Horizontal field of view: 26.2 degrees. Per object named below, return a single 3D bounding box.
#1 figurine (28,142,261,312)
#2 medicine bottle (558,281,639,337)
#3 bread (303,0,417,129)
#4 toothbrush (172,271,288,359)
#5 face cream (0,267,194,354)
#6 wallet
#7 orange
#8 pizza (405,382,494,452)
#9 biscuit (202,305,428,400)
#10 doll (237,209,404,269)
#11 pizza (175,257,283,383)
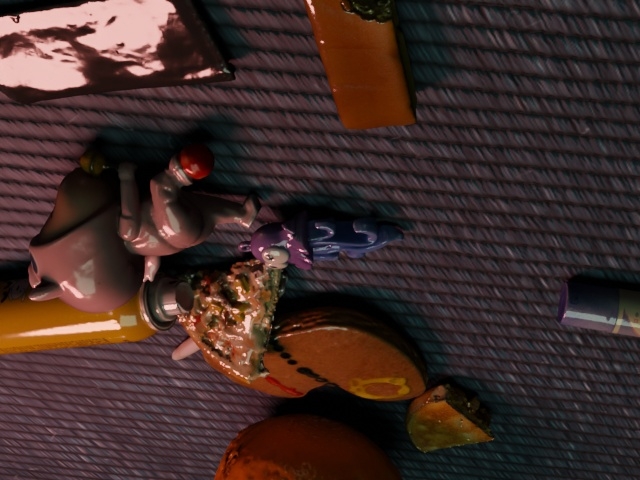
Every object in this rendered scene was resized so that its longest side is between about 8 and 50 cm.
[{"bbox_3d":[-0.229,-0.027,1.664,0.287,0.176,0.186,-23,94,17],"label":"figurine"},{"bbox_3d":[0.419,0.096,1.732,0.230,0.059,0.059,9,145,1],"label":"medicine bottle"},{"bbox_3d":[0.041,-0.204,1.403,0.088,0.049,0.226,0,143,14],"label":"bread"},{"bbox_3d":[-0.132,0.115,1.917,0.025,0.030,0.307,23,144,-26],"label":"toothbrush"},{"bbox_3d":[-0.328,0.093,1.857,0.348,0.105,0.105,-7,142,26],"label":"face cream"},{"bbox_3d":[-0.244,-0.208,1.483,0.285,0.030,0.146,-5,146,22],"label":"wallet"},{"bbox_3d":[-0.017,0.430,2.072,0.293,0.341,0.341,7,146,11],"label":"orange"},{"bbox_3d":[0.191,0.265,2.041,0.134,0.046,0.175,16,145,-9],"label":"pizza"},{"bbox_3d":[-0.002,0.181,1.937,0.277,0.052,0.262,-11,145,24],"label":"biscuit"},{"bbox_3d":[0.000,0.000,1.695,0.205,0.067,0.110,-6,153,4],"label":"doll"},{"bbox_3d":[-0.111,0.085,1.812,0.185,0.052,0.195,44,123,7],"label":"pizza"}]
